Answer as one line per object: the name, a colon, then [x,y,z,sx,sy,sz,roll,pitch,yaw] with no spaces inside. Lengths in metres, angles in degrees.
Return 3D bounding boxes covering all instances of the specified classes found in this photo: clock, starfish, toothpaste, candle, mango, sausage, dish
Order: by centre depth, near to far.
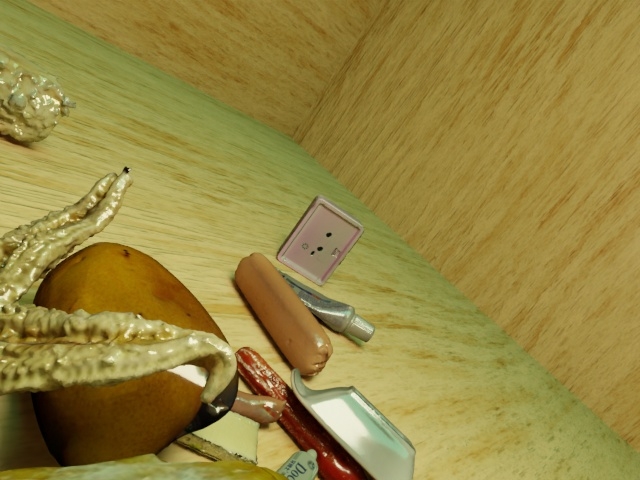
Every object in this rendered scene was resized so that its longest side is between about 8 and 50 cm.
starfish: [-0.302,0.038,0.411,0.433,0.082,0.324,-6,33,-11]
mango: [-0.209,0.111,0.510,0.287,0.152,0.201,40,4,35]
toothpaste: [-0.052,0.301,0.532,0.064,0.041,0.218,28,15,17]
sausage: [-0.131,0.203,0.627,0.177,0.040,0.047,31,56,-15]
candle: [-0.018,0.273,0.669,0.329,0.048,0.051,42,0,22]
dish: [0.052,0.266,0.693,0.234,0.064,0.154,41,-7,11]
sausage: [-0.075,0.131,0.882,0.086,0.086,0.289,18,24,-49]
toothpaste: [-0.006,0.144,1.060,0.283,0.068,0.099,29,-16,7]
clock: [0.000,0.000,1.214,0.150,0.197,0.063,33,14,-12]

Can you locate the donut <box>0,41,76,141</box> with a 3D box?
donut: [-0.628,-0.269,0.745,0.307,0.150,0.371,36,15,-1]

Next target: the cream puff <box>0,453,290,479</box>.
cream puff: [-0.122,0.258,0.218,0.275,0.269,0.323,5,-5,34]

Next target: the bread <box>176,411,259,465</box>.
bread: [-0.144,0.225,0.570,0.154,0.028,0.068,31,17,-15]
